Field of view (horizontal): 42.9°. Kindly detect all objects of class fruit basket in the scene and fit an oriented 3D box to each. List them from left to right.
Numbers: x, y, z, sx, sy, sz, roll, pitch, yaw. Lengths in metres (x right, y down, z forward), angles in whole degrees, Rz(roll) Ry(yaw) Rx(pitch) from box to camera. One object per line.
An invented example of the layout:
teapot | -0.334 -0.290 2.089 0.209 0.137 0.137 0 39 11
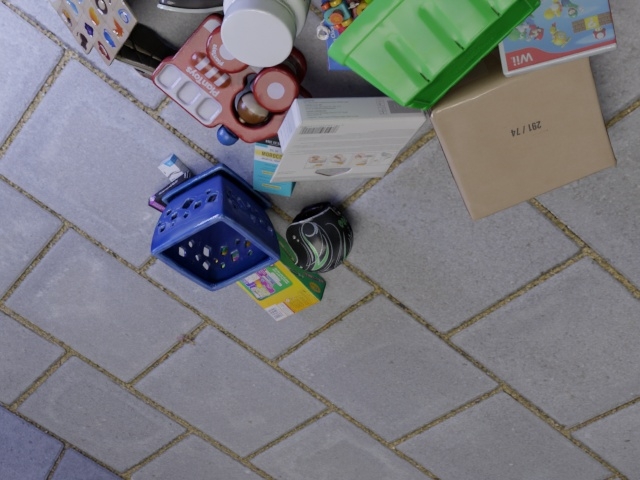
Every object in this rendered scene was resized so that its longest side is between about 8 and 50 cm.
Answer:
fruit basket | 0.156 -0.466 1.463 0.392 0.283 0.392 2 97 22

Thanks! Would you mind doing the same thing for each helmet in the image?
helmet | 0.000 0.000 2.046 0.169 0.169 0.161 -16 107 26

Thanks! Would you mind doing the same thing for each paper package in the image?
paper package | 0.403 -0.244 1.675 0.325 0.168 0.309 -22 124 10

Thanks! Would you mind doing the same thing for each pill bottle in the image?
pill bottle | -0.096 -0.477 1.566 0.160 0.283 0.160 6 144 5

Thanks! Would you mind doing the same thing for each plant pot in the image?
plant pot | -0.255 -0.042 2.007 0.236 0.212 0.236 -25 138 25

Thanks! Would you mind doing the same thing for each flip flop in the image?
flip flop | -0.372 -0.403 1.851 0.277 0.112 0.080 22 147 -11

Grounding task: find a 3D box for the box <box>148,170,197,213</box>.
box | -0.351 -0.110 2.111 0.162 0.029 0.116 -31 135 32

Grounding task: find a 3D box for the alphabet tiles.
alphabet tiles | -0.495 -0.528 1.700 0.285 0.011 0.342 55 149 -7

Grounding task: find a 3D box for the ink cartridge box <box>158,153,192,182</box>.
ink cartridge box | -0.367 -0.175 2.082 0.048 0.028 0.083 -27 119 32

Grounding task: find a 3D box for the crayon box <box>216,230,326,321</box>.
crayon box | -0.138 0.082 2.205 0.165 0.081 0.278 -28 118 32

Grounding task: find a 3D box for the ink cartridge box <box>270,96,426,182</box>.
ink cartridge box | 0.050 -0.223 1.815 0.296 0.066 0.261 -5 158 -21

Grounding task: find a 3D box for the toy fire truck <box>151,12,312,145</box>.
toy fire truck | -0.181 -0.339 1.771 0.302 0.169 0.254 40 117 -18

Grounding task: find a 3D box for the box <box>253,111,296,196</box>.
box | -0.103 -0.224 1.949 0.101 0.060 0.244 11 132 5

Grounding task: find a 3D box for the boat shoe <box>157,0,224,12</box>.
boat shoe | -0.227 -0.507 1.671 0.228 0.081 0.068 -12 124 -31

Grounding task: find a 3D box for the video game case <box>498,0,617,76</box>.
video game case | 0.417 -0.463 1.503 0.204 0.025 0.285 -11 82 23

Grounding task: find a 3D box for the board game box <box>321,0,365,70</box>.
board game box | 0.119 -0.512 1.632 0.233 0.078 0.347 3 130 12

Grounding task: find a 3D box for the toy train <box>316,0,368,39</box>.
toy train | 0.072 -0.422 1.637 0.166 0.046 0.125 13 132 3
